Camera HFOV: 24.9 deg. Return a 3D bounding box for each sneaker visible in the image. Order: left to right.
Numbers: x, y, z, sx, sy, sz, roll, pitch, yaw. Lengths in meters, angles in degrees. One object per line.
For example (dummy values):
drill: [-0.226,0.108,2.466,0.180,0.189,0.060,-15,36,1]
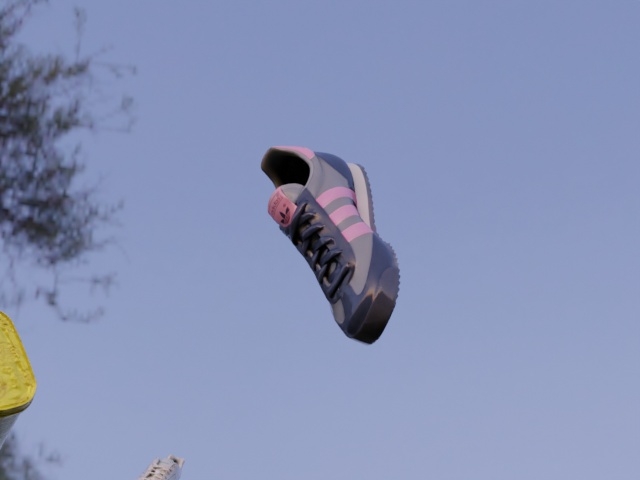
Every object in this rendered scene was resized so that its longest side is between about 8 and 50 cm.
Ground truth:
sneaker: [-0.216,0.311,1.869,0.054,0.152,0.061,25,-83,8]
sneaker: [0.000,0.000,1.687,0.131,0.319,0.112,20,-63,-24]

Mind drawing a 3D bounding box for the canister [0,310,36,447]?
canister: [-0.393,0.171,1.671,0.073,0.126,0.170,-14,-22,-32]
